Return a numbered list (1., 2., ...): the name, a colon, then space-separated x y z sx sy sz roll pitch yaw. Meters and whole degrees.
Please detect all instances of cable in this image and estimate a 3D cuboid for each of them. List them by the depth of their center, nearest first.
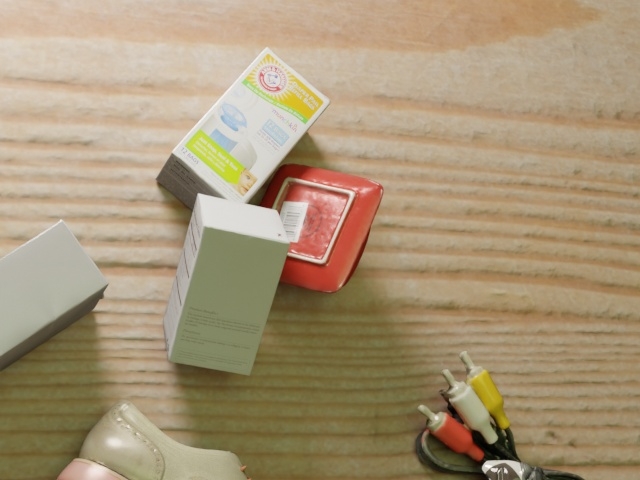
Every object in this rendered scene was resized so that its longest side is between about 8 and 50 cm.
1. cable: 0.237 0.284 1.633 0.287 0.072 0.139 43 71 -3

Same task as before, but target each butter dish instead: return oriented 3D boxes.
1. butter dish: 0.000 0.000 1.619 0.159 0.118 0.160 14 71 27

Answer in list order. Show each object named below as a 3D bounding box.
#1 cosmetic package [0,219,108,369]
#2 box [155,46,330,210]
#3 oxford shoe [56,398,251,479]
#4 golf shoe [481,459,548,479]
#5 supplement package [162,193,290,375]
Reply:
1. cosmetic package: -0.368 0.089 1.451 0.238 0.127 0.107 -38 88 -27
2. box: -0.098 -0.128 1.624 0.114 0.103 0.203 41 65 -4
3. oxford shoe: -0.100 0.322 1.470 0.397 0.140 0.147 33 59 -9
4. golf shoe: 0.218 0.371 1.600 0.093 0.077 0.198 16 85 11
5. supplement package: -0.115 0.052 1.516 0.105 0.105 0.179 12 110 -15
